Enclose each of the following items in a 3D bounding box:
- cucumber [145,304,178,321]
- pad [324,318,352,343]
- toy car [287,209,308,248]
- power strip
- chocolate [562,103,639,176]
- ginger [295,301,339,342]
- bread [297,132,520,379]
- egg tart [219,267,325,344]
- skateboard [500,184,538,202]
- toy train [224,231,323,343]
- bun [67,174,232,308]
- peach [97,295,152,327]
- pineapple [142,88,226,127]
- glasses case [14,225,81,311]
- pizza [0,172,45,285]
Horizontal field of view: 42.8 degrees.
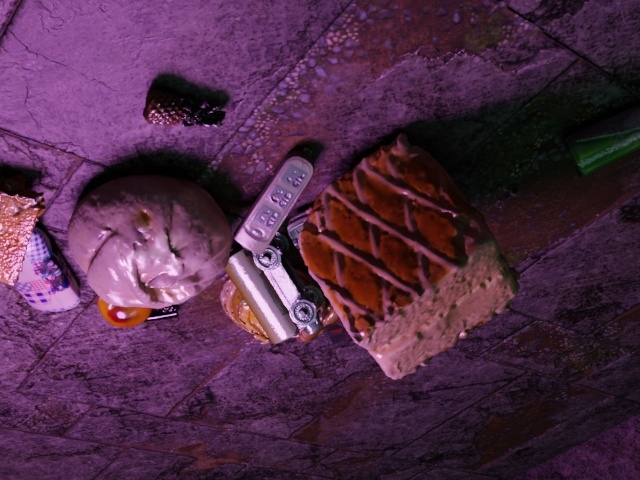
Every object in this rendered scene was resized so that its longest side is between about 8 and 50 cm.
[{"bbox_3d":[-0.462,0.201,2.188,0.163,0.039,0.043,-10,122,-3],"label":"cucumber"},{"bbox_3d":[0.075,0.238,2.390,0.143,0.003,0.211,-17,143,9],"label":"pad"},{"bbox_3d":[0.000,0.000,1.999,0.090,0.076,0.224,-26,143,13],"label":"toy car"},{"bbox_3d":[-0.099,-0.087,1.831,0.080,0.048,0.286,28,114,-16],"label":"power strip"},{"bbox_3d":[0.696,-0.248,1.826,0.291,0.110,0.110,-26,140,16],"label":"chocolate"},{"bbox_3d":[-0.028,0.222,2.284,0.115,0.081,0.205,7,142,-36],"label":"ginger"},{"bbox_3d":[0.184,0.036,1.788,0.371,0.390,0.279,-36,145,8],"label":"bread"},{"bbox_3d":[-0.122,0.183,2.146,0.290,0.107,0.291,2,132,2],"label":"egg tart"},{"bbox_3d":[0.494,-0.106,2.020,0.083,0.032,0.064,8,150,-19],"label":"skateboard"},{"bbox_3d":[-0.119,0.115,1.990,0.189,0.126,0.307,-30,101,8],"label":"toy train"},{"bbox_3d":[-0.380,0.022,1.824,0.365,0.219,0.365,-7,140,-6],"label":"bun"},{"bbox_3d":[-0.490,0.156,2.051,0.138,0.138,0.138,-6,143,-5],"label":"peach"},{"bbox_3d":[-0.265,-0.254,1.614,0.159,0.074,0.074,6,140,-25],"label":"pineapple"},{"bbox_3d":[-0.672,0.071,1.935,0.125,0.076,0.327,-12,142,0],"label":"glasses case"},{"bbox_3d":[-0.681,-0.051,1.738,0.228,0.081,0.289,-26,114,9],"label":"pizza"}]
